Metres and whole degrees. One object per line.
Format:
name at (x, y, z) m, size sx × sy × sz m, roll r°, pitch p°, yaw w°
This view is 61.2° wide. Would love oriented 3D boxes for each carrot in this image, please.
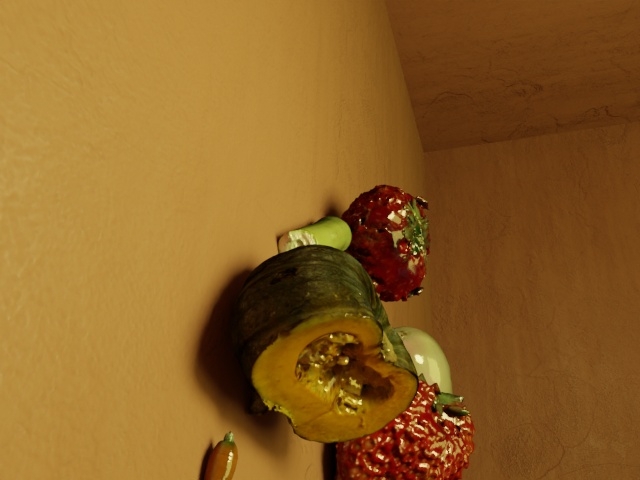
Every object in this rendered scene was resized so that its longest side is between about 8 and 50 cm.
carrot at (-0.122, 0.290, 0.617) m, size 0.035 × 0.035 × 0.142 m, roll 60°, pitch 37°, yaw -53°

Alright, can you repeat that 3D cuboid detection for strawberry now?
strawberry at (0.133, 0.009, 1.225) m, size 0.274 × 0.220 × 0.274 m, roll 19°, pitch 68°, yaw -54°
strawberry at (0.138, 0.436, 1.109) m, size 0.312 × 0.267 × 0.351 m, roll 35°, pitch 78°, yaw -34°

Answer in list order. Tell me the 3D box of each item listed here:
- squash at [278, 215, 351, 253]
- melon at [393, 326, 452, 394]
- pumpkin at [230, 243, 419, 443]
squash at (0.000, 0.000, 1.020) m, size 0.250 × 0.083 × 0.083 m, roll -23°, pitch 106°, yaw -71°
melon at (0.225, 0.378, 1.390) m, size 0.223 × 0.223 × 0.317 m, roll -54°, pitch 140°, yaw -65°
pumpkin at (-0.018, 0.139, 0.775) m, size 0.325 × 0.242 × 0.232 m, roll 61°, pitch -1°, yaw -43°
